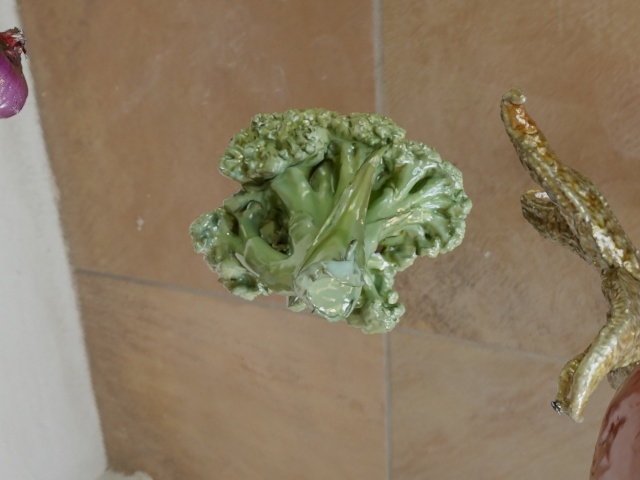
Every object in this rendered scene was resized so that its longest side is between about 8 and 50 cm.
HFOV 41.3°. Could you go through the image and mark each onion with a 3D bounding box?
[{"bbox_3d":[-0.336,-0.175,0.848,0.115,0.104,0.115,44,166,15],"label":"onion"}]

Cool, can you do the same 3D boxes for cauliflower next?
[{"bbox_3d":[0.007,0.000,0.965,0.327,0.281,0.260,-11,141,17],"label":"cauliflower"}]

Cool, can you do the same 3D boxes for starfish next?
[{"bbox_3d":[0.232,0.045,0.714,0.094,0.327,0.375,-22,94,19],"label":"starfish"}]

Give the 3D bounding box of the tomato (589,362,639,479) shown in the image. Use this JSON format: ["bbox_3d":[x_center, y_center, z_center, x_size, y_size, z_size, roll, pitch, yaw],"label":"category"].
[{"bbox_3d":[0.192,0.105,0.265,0.228,0.228,0.101,16,144,22],"label":"tomato"}]
